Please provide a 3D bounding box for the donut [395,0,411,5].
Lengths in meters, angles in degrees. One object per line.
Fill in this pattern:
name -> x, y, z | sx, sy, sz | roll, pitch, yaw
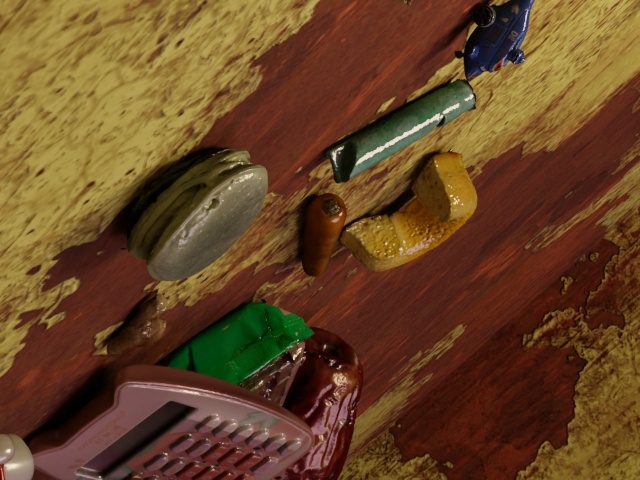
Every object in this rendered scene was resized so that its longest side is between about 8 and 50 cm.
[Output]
donut -> 0.092, -0.236, 1.160 | 0.174, 0.068, 0.174 | -37, 168, -9

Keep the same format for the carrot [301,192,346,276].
carrot -> 0.000, 0.000, 1.783 | 0.043, 0.043, 0.248 | -36, 168, -13

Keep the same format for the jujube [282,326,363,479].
jujube -> -0.048, 0.253, 2.191 | 0.197, 0.197, 0.290 | -19, 141, -57

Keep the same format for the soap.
soap -> -0.123, 0.188, 1.959 | 0.218, 0.098, 0.273 | -35, 166, -19

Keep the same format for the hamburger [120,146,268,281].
hamburger -> -0.104, -0.023, 1.363 | 0.133, 0.062, 0.140 | -39, 166, -16

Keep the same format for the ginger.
ginger -> -0.174, 0.087, 1.618 | 0.097, 0.030, 0.048 | -45, 165, 31

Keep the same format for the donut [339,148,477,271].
donut -> 0.114, -0.027, 1.933 | 0.181, 0.078, 0.146 | -40, 165, 11

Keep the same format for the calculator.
calculator -> -0.156, 0.225, 1.808 | 0.220, 0.048, 0.329 | -38, 139, 24

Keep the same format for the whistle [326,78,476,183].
whistle -> 0.081, -0.110, 1.629 | 0.186, 0.039, 0.039 | -31, 165, -33

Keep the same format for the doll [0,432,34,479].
doll -> -0.364, 0.223, 1.346 | 0.161, 0.130, 0.290 | -44, 161, 31

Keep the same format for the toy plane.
toy plane -> 0.187, -0.214, 1.526 | 0.167, 0.062, 0.054 | -55, 162, 21
